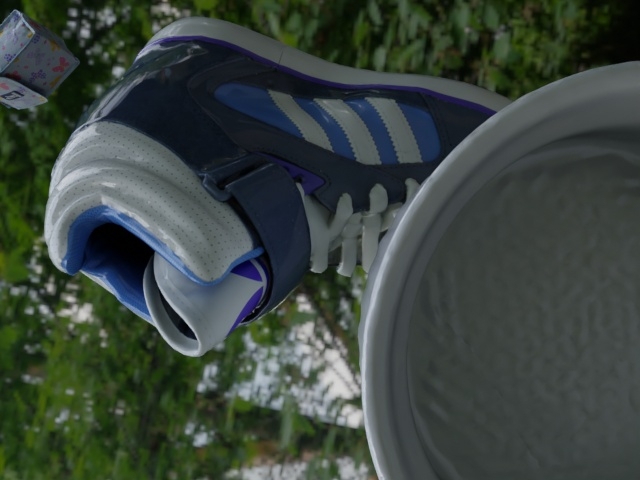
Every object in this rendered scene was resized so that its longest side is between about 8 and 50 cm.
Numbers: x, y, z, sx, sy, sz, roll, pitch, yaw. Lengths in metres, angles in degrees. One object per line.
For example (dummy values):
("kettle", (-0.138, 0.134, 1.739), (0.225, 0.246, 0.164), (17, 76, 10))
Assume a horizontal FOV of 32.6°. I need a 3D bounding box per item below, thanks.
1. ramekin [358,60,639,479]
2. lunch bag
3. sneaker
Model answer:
("ramekin", (0.149, 0.056, 0.556), (0.135, 0.277, 0.277), (-164, 83, -84))
("lunch bag", (-0.281, -0.162, 1.031), (0.083, 0.053, 0.071), (-43, -28, 8))
("sneaker", (0.000, 0.000, 0.655), (0.130, 0.322, 0.236), (109, 180, -47))
